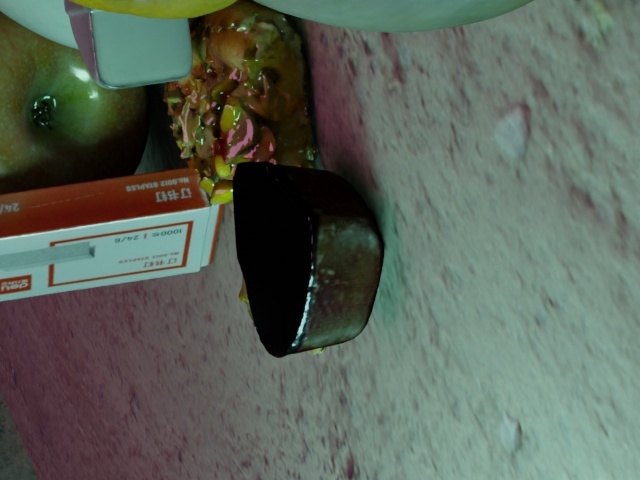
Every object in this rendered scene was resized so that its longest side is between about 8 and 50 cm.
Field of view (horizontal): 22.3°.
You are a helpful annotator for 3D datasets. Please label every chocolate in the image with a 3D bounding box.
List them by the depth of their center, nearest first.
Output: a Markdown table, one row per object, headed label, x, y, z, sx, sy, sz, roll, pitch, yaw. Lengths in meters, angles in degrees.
| label | x | y | z | sx | sy | sz | roll | pitch | yaw |
| --- | --- | --- | --- | --- | --- | --- | --- | --- | --- |
| chocolate | 0.000 | 0.000 | 1.168 | 0.125 | 0.080 | 0.148 | -45 | 54 | 55 |

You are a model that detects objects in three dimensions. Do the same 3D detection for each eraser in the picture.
| label | x | y | z | sx | sy | sz | roll | pitch | yaw |
| --- | --- | --- | --- | --- | --- | --- | --- | --- | --- |
| eraser | -0.162 | -0.294 | 1.242 | 0.061 | 0.089 | 0.352 | 9 | 107 | 63 |

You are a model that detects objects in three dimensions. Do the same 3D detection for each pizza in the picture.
| label | x | y | z | sx | sy | sz | roll | pitch | yaw |
| --- | --- | --- | --- | --- | --- | --- | --- | --- | --- |
| pizza | -0.072 | -0.067 | 1.327 | 0.251 | 0.074 | 0.287 | -140 | 42 | -63 |

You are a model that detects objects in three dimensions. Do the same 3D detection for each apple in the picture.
| label | x | y | z | sx | sy | sz | roll | pitch | yaw |
| --- | --- | --- | --- | --- | --- | --- | --- | --- | --- |
| apple | -0.317 | -0.131 | 1.598 | 0.277 | 0.319 | 0.319 | 33 | 135 | 53 |

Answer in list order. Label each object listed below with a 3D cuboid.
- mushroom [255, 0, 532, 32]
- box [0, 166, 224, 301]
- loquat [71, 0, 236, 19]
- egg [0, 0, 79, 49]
| label | x | y | z | sx | sy | sz | roll | pitch | yaw |
| --- | --- | --- | --- | --- | --- | --- | --- | --- | --- |
| mushroom | 0.010 | -0.269 | 0.711 | 0.362 | 0.294 | 0.362 | 34 | 163 | 12 |
| box | -0.210 | -0.005 | 1.515 | 0.123 | 0.229 | 0.050 | 109 | 149 | -58 |
| loquat | -0.118 | -0.249 | 1.116 | 0.208 | 0.208 | 0.208 | 165 | 90 | -71 |
| egg | -0.226 | -0.272 | 1.413 | 0.264 | 0.183 | 0.183 | 46 | 156 | 6 |
